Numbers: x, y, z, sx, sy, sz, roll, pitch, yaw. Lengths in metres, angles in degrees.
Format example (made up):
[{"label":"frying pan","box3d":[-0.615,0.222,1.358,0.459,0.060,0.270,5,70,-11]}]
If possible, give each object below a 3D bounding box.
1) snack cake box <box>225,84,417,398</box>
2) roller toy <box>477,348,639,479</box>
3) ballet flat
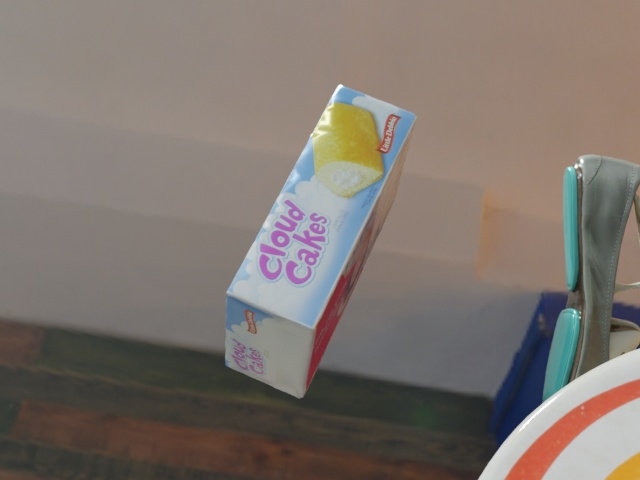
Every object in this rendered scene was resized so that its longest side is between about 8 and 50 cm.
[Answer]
[{"label":"snack cake box","box3d":[0.000,0.000,1.154,0.089,0.264,0.152,22,-31,6]},{"label":"roller toy","box3d":[0.159,0.144,0.439,0.209,0.191,0.146,-27,-56,23]},{"label":"ballet flat","box3d":[0.203,0.045,0.851,0.068,0.072,0.213,5,-90,0]}]
